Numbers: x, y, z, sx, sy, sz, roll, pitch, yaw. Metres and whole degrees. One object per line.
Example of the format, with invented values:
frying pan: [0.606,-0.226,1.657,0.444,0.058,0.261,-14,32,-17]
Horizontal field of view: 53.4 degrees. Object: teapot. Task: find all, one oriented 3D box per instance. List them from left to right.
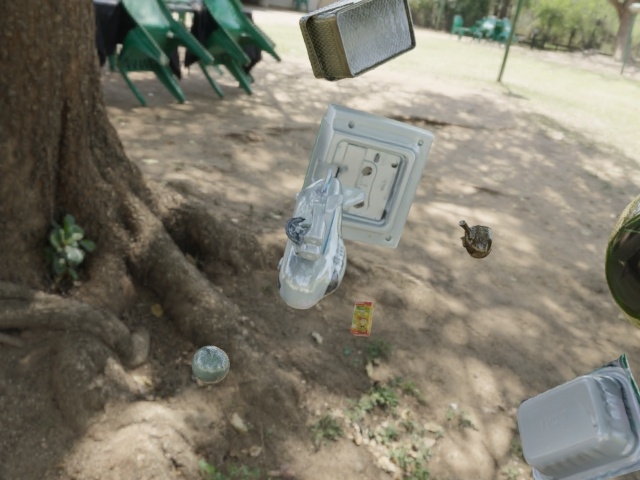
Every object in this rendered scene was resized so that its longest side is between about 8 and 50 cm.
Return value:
teapot: [0.353,-0.006,1.496,0.085,0.080,0.110,-20,-36,39]

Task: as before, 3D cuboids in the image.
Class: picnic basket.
picnic basket: [0.096,-0.503,1.545,0.267,0.165,0.139,-33,29,-30]

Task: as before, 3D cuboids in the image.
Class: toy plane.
toy plane: [-0.006,-0.001,1.120,0.123,0.266,0.267,17,21,0]

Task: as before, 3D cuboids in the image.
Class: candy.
candy: [0.149,0.276,2.241,0.062,0.122,0.038,0,-28,21]

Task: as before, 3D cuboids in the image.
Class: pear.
pear: [0.777,0.041,1.401,0.165,0.398,0.399,2,21,-32]

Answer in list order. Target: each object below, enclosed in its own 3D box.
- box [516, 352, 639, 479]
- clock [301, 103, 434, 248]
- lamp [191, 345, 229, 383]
box: [0.600,0.439,1.524,0.106,0.337,0.264,26,45,-26]
clock: [0.091,-0.121,1.300,0.231,0.262,0.116,13,19,-12]
lamp: [-0.304,0.342,1.755,0.105,0.105,0.105,7,21,-3]
